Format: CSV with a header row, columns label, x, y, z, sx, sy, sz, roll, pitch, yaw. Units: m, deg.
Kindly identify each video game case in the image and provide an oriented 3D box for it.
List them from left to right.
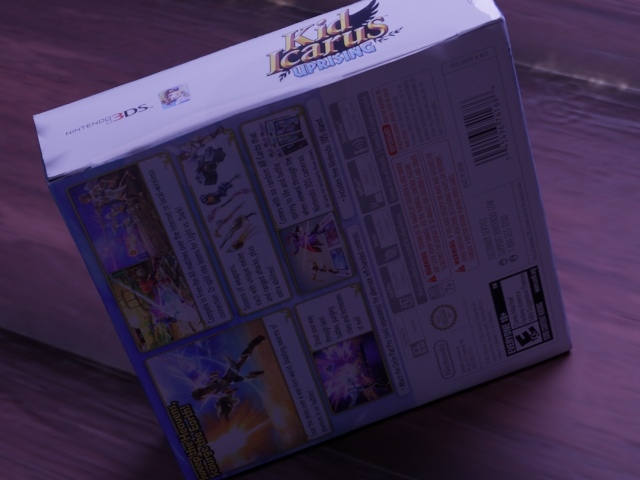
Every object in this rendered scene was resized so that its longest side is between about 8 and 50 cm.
label,x,y,z,sx,sy,sz,roll,pitch,yaw
video game case,0.000,0.000,1.082,0.244,0.269,0.061,-20,45,-2
